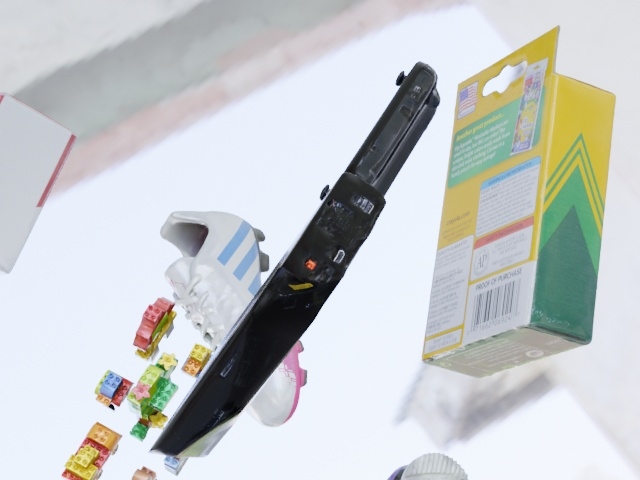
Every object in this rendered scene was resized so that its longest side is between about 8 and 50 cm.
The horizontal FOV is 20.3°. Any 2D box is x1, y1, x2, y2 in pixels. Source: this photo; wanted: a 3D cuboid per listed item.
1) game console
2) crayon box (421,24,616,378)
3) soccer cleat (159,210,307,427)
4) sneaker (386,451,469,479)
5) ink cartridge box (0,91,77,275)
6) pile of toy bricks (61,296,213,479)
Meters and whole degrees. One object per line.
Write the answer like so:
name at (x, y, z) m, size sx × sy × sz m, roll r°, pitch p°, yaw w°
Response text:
game console at (0.000, 0.000, 1.280) m, size 0.213 × 0.044 × 0.361 m, roll -54°, pitch 2°, yaw 41°
crayon box at (0.207, -0.035, 1.847) m, size 0.083 × 0.323 × 0.203 m, roll 17°, pitch -20°, yaw -23°
soccer cleat at (-0.121, 0.093, 2.204) m, size 0.143 × 0.331 × 0.116 m, roll 13°, pitch -51°, yaw -31°
sneaker at (0.112, 0.377, 1.866) m, size 0.102 × 0.293 × 0.146 m, roll 2°, pitch -16°, yaw -27°
ink cartridge box at (-0.433, -0.059, 2.243) m, size 0.273 × 0.114 × 0.197 m, roll -8°, pitch 55°, yaw 63°
pile of toy bricks at (-0.177, 0.161, 1.826) m, size 0.212 × 0.118 × 0.105 m, roll -59°, pitch -12°, yaw -23°
